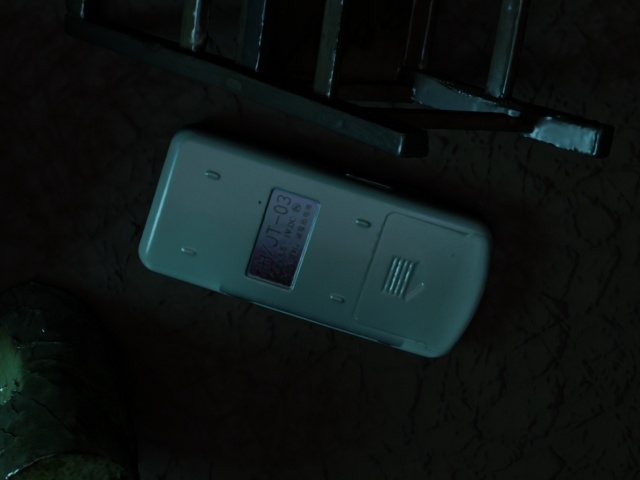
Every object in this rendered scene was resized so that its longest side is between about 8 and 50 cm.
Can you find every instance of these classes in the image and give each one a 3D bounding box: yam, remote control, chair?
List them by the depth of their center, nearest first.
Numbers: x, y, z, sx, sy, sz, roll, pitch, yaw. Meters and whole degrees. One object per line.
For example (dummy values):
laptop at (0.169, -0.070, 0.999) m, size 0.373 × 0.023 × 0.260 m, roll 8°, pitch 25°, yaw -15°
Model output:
chair at (0.015, -0.205, 1.314) m, size 0.240 × 0.416 × 0.203 m, roll -8°, pitch 113°, yaw -42°
yam at (-0.228, 0.160, 1.406) m, size 0.154 × 0.254 × 0.154 m, roll -8°, pitch 121°, yaw -13°
remote control at (0.000, 0.000, 1.425) m, size 0.296 × 0.056 × 0.140 m, roll 17°, pitch 108°, yaw -4°
